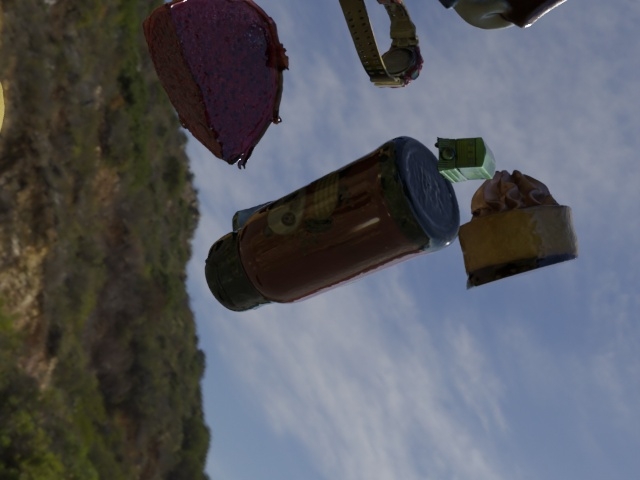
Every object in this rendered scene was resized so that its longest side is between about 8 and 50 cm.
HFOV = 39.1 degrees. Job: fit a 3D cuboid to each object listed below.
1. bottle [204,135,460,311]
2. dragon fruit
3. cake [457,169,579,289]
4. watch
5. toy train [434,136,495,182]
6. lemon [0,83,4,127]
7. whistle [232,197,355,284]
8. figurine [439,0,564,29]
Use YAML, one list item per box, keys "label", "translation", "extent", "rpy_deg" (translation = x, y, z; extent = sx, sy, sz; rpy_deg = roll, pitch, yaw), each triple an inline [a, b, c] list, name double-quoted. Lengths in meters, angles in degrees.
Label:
- label: "bottle"
  translation: [0.000, 0.000, 1.133]
  extent: [0.336, 0.144, 0.144]
  rpy_deg: [-25, -84, 31]
- label: "dragon fruit"
  translation: [-0.139, -0.251, 1.285]
  extent: [0.126, 0.161, 0.274]
  rpy_deg: [30, -34, 49]
- label: "cake"
  translation: [0.306, -0.028, 1.450]
  extent: [0.185, 0.208, 0.178]
  rpy_deg: [-25, -99, 57]
- label: "watch"
  translation: [0.119, -0.419, 1.758]
  extent: [0.102, 0.165, 0.268]
  rpy_deg: [3, -41, 29]
- label: "toy train"
  translation: [0.154, -0.087, 0.960]
  extent: [0.093, 0.056, 0.038]
  rpy_deg: [19, 70, -70]
- label: "lemon"
  translation: [-0.819, -0.288, 1.855]
  extent: [0.336, 0.336, 0.336]
  rpy_deg: [45, -27, 30]
- label: "whistle"
  translation: [0.006, -0.020, 1.890]
  extent: [0.188, 0.405, 0.168]
  rpy_deg: [-40, -116, 24]
- label: "figurine"
  translation: [0.103, -0.295, 0.866]
  extent: [0.283, 0.338, 0.204]
  rpy_deg: [43, -52, 8]
